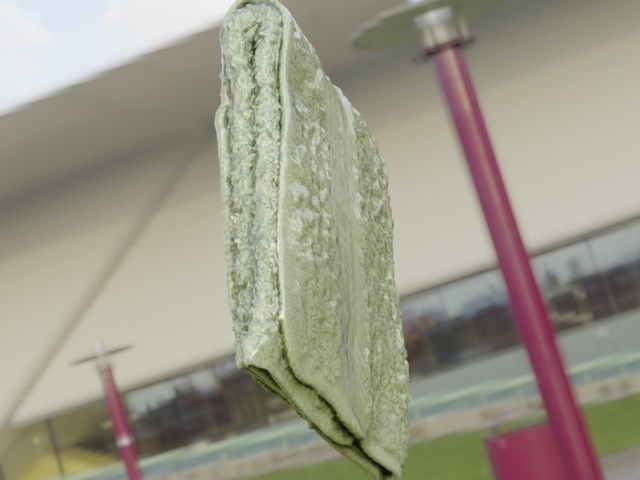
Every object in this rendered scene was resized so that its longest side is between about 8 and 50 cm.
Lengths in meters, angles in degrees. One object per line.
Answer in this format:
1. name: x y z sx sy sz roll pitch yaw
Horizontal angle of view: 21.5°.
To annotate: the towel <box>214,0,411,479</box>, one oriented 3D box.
1. towel: 0.000 0.000 0.564 0.027 0.148 0.110 -16 -34 19
